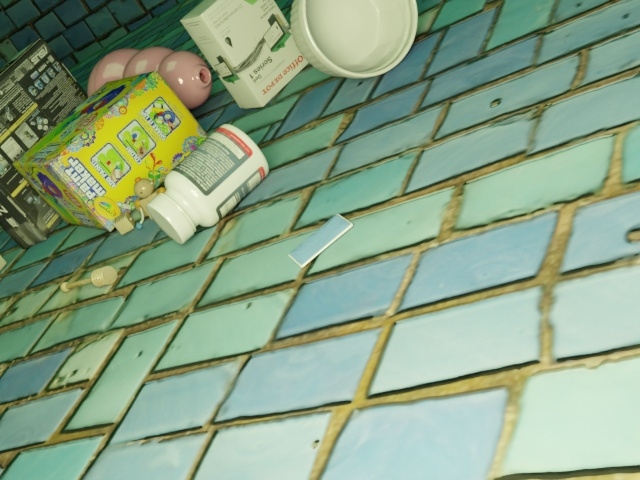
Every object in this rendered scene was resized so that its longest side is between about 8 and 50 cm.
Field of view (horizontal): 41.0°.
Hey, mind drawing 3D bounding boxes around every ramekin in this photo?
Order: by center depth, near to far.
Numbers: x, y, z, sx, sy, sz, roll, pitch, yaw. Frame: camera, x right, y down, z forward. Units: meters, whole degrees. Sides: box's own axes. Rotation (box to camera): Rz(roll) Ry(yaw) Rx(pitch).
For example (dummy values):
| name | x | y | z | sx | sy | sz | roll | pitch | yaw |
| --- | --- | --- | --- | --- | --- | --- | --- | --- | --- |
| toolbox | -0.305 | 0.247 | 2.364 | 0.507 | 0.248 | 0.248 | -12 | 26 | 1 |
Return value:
| name | x | y | z | sx | sy | sz | roll | pitch | yaw |
| --- | --- | --- | --- | --- | --- | --- | --- | --- | --- |
| ramekin | 0.047 | -0.368 | 1.425 | 0.207 | 0.207 | 0.109 | -43 | 16 | -15 |

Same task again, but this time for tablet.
| name | x | y | z | sx | sy | sz | roll | pitch | yaw |
| --- | --- | --- | --- | --- | --- | --- | --- | --- | --- |
| tablet | 0.000 | 0.000 | 1.065 | 0.083 | 0.006 | 0.054 | -40 | 25 | -6 |

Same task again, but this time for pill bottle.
| name | x | y | z | sx | sy | sz | roll | pitch | yaw |
| --- | --- | --- | --- | --- | --- | --- | --- | --- | --- |
| pill bottle | -0.177 | -0.085 | 1.320 | 0.180 | 0.108 | 0.108 | -45 | 26 | -19 |

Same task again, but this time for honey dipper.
| name | x | y | z | sx | sy | sz | roll | pitch | yaw |
| --- | --- | --- | --- | --- | --- | --- | --- | --- | --- |
| honey dipper | -0.393 | 0.067 | 1.431 | 0.160 | 0.030 | 0.030 | -12 | 34 | 46 |

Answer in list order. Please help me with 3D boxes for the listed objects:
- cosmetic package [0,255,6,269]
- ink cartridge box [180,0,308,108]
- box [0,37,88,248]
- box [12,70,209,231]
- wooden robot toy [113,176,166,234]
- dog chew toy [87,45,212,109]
| name | x | y | z | sx | sy | sz | roll | pitch | yaw |
| --- | --- | --- | --- | --- | --- | --- | --- | --- | --- |
| cosmetic package | -0.812 | 0.104 | 1.768 | 0.129 | 0.153 | 0.296 | -17 | 33 | 33 |
| ink cartridge box | -0.143 | -0.392 | 1.686 | 0.160 | 0.219 | 0.092 | -48 | 30 | -22 |
| box | -0.649 | -0.226 | 1.930 | 0.097 | 0.318 | 0.395 | -20 | 31 | 33 |
| box | -0.429 | -0.179 | 1.734 | 0.279 | 0.177 | 0.290 | -48 | 27 | -21 |
| wooden robot toy | -0.306 | -0.082 | 1.518 | 0.173 | 0.079 | 0.076 | -24 | 28 | 25 |
| dog chew toy | -0.380 | -0.351 | 1.963 | 0.331 | 0.207 | 0.207 | -3 | 40 | 38 |
